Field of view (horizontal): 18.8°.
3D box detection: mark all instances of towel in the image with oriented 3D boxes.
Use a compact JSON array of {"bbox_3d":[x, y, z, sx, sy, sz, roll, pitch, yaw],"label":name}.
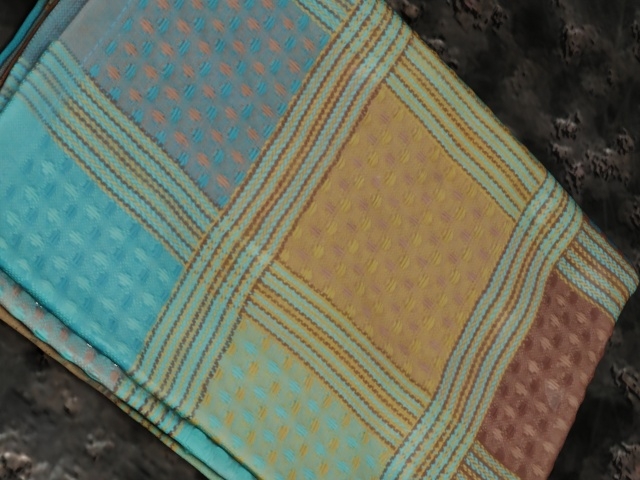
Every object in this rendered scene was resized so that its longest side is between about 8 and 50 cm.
[{"bbox_3d":[0.000,0.000,0.951,0.370,0.040,0.271,42,59,-24],"label":"towel"}]
